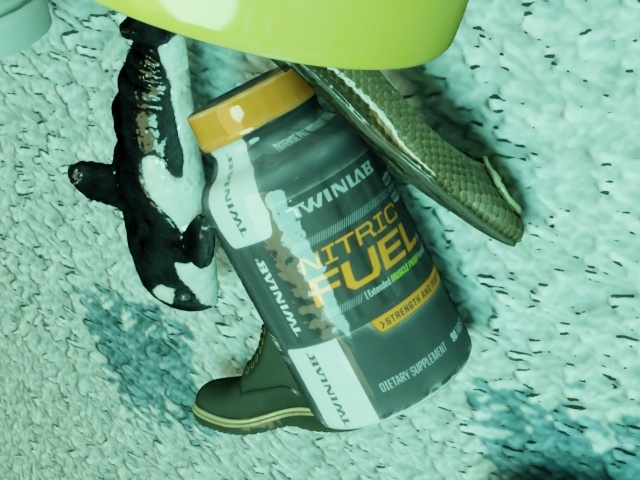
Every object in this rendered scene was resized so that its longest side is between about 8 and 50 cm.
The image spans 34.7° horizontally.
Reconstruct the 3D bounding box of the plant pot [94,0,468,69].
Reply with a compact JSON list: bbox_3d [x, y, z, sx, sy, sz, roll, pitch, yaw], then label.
[{"bbox_3d":[-0.015,-0.243,0.496,0.254,0.254,0.239,32,120,22],"label":"plant pot"}]

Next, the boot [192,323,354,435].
[{"bbox_3d":[-0.045,0.093,0.893,0.198,0.077,0.137,-10,107,32],"label":"boot"}]

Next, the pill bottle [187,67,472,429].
[{"bbox_3d":[0.000,0.000,0.727,0.130,0.130,0.245,-14,108,47],"label":"pill bottle"}]

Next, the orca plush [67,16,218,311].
[{"bbox_3d":[-0.142,-0.052,0.782,0.287,0.102,0.151,94,162,-53],"label":"orca plush"}]

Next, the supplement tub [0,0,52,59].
[{"bbox_3d":[-0.336,-0.288,0.751,0.228,0.228,0.316,14,127,36],"label":"supplement tub"}]

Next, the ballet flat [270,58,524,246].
[{"bbox_3d":[0.044,-0.087,0.647,0.250,0.058,0.084,40,179,-12],"label":"ballet flat"}]
